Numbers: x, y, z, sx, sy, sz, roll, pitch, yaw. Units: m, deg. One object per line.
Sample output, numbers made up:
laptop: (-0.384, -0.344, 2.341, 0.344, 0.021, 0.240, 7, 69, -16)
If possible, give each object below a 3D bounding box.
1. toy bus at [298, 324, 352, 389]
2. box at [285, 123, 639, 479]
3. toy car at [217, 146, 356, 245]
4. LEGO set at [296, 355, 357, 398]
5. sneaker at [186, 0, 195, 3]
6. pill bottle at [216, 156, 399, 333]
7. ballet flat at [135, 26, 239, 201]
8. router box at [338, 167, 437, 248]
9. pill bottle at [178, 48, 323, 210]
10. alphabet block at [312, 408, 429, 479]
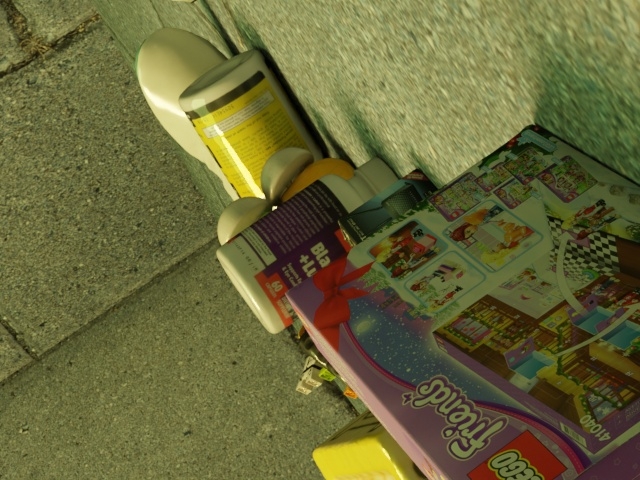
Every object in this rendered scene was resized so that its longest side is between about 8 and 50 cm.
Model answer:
toy bus: (0.104, 0.146, 1.720, 0.211, 0.149, 0.220, 44, 176, -23)
box: (0.121, 0.050, 0.810, 0.057, 0.201, 0.293, 60, 173, -30)
toy car: (-0.016, -0.005, 1.637, 0.159, 0.182, 0.136, 37, 171, 21)
LEGO set: (0.055, 0.153, 2.010, 0.087, 0.093, 0.227, 24, 150, -14)
sneaker: (-0.178, -0.324, 1.814, 0.040, 0.044, 0.109, 53, 175, 4)
pill bottle: (0.000, 0.000, 1.456, 0.108, 0.193, 0.108, 54, 173, 9)
ballet flat: (-0.101, -0.134, 1.930, 0.139, 0.139, 0.400, 48, 174, 48)
router box: (0.087, 0.004, 1.297, 0.122, 0.092, 0.038, 51, 172, 34)
pill bottle: (-0.071, -0.116, 1.725, 0.208, 0.119, 0.119, 58, 173, -17)
alphabet block: (0.142, 0.199, 1.231, 0.192, 0.197, 0.193, 56, 159, 1)
